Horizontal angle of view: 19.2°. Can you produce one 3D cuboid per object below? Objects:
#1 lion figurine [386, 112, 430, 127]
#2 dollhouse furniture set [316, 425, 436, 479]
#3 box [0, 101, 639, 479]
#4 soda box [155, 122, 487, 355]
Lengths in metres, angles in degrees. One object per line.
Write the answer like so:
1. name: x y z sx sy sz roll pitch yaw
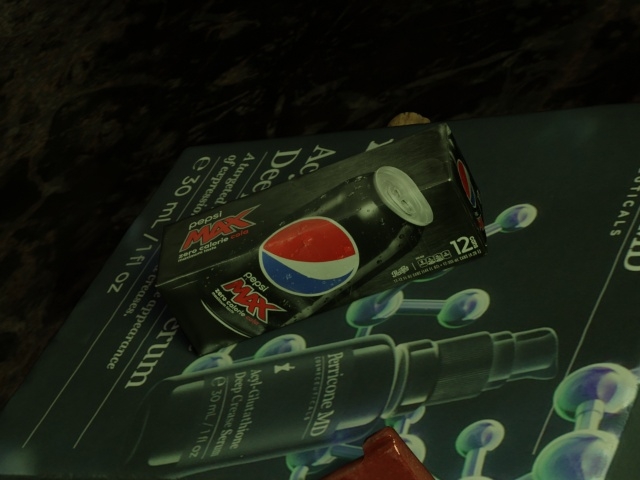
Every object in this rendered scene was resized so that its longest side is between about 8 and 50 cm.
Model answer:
1. lion figurine: 0.186 -0.037 1.199 0.392 0.142 0.240 -37 34 33
2. dollhouse furniture set: -0.075 0.272 0.875 0.374 0.152 0.201 -34 17 32
3. box: 0.055 0.100 1.063 0.395 0.212 0.293 -4 39 33
4. soda box: 0.000 0.000 0.996 0.169 0.053 0.060 -20 32 14
